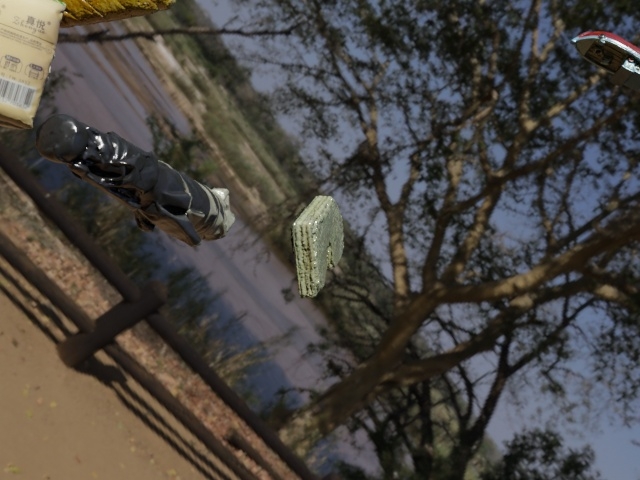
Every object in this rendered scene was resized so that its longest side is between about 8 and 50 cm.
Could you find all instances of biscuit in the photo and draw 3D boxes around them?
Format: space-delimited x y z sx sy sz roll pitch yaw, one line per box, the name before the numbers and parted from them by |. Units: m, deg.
biscuit | 0.000 0.000 1.316 0.250 0.046 0.147 -53 141 -68

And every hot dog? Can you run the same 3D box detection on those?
hot dog | -0.378 -0.389 1.147 0.061 0.286 0.087 -108 -178 -71

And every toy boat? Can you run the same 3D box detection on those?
toy boat | 0.559 -0.346 1.341 0.173 0.058 0.069 33 -24 6

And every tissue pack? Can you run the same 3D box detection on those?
tissue pack | -0.459 -0.255 0.891 0.222 0.186 0.090 14 2 -30

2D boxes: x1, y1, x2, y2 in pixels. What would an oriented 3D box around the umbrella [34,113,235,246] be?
umbrella | -0.236 -0.065 0.923 0.113 0.106 0.358 7 -10 22
